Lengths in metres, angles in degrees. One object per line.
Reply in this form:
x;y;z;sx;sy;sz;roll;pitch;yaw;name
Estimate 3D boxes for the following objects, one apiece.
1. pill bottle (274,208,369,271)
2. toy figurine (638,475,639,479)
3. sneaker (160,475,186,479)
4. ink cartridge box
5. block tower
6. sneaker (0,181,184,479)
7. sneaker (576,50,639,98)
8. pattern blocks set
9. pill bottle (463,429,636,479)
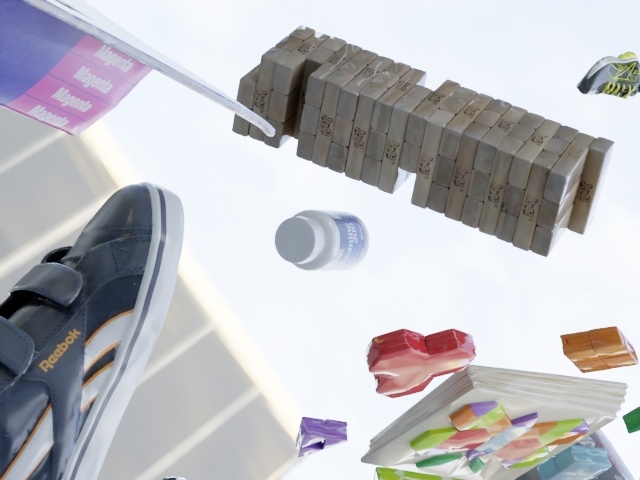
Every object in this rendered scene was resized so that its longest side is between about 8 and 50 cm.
0.000;0.000;1.758;0.067;0.120;0.067;0;-91;27;pill bottle
0.366;0.268;1.377;0.209;0.148;0.213;28;-39;-5;toy figurine
-0.048;0.256;1.026;0.276;0.135;0.097;50;-11;-19;sneaker
-0.217;-0.135;0.657;0.330;0.071;0.324;37;6;24;ink cartridge box
0.089;-0.094;1.483;0.335;0.097;0.091;21;-55;16;block tower
-0.205;0.086;1.197;0.127;0.321;0.126;27;-20;-25;sneaker
0.244;-0.132;1.338;0.035;0.083;0.031;52;-44;15;sneaker
0.136;0.147;1.284;0.285;0.325;0.026;-53;-138;48;pattern blocks set
0.318;0.392;1.912;0.363;0.210;0.210;-118;-161;-48;pill bottle
